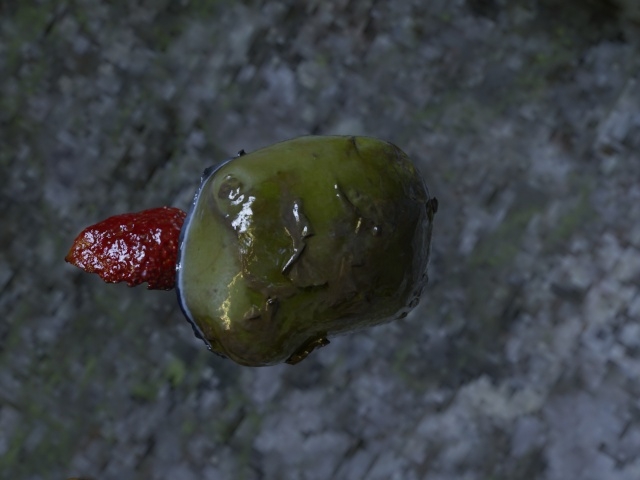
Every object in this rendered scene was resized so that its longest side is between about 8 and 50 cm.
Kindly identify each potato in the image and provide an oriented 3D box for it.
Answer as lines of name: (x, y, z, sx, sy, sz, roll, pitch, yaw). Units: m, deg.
potato: (0.000, 0.000, 1.900, 0.299, 0.246, 0.196, -34, 12, -39)

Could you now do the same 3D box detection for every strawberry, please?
strawberry: (-0.225, 0.002, 2.155, 0.146, 0.187, 0.082, -118, 27, -66)

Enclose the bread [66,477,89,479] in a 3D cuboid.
bread: (-0.277, 0.391, 2.126, 0.116, 0.077, 0.200, 58, -155, -58)
